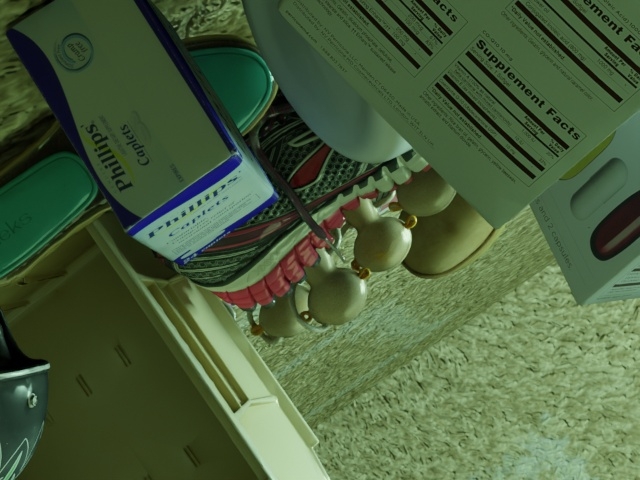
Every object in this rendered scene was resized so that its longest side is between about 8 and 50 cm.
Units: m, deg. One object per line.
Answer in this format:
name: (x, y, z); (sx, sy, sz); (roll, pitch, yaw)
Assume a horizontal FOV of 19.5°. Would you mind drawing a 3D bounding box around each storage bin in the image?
storage bin: (-0.171, 0.148, 1.341); (0.262, 0.260, 0.123); (-37, 172, 17)

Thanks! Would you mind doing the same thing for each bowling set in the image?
bowling set: (0.000, 0.000, 1.453); (0.287, 0.154, 0.200); (-36, 168, 15)

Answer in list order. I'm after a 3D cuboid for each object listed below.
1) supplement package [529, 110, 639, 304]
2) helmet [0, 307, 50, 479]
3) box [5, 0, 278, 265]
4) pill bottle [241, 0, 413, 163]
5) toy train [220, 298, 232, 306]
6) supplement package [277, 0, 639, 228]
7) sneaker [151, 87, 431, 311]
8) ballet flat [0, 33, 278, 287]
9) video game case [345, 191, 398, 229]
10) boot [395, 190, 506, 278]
supplement package: (0.232, -0.110, 1.275); (0.204, 0.262, 0.145); (-5, 152, -39)
helmet: (-0.251, 0.096, 1.126); (0.169, 0.161, 0.169); (-33, 169, -7)
box: (-0.091, -0.065, 0.995); (0.072, 0.126, 0.137); (-33, 169, 3)
pill bottle: (0.099, -0.165, 1.040); (0.265, 0.153, 0.153); (-30, 168, -20)
toy train: (-0.145, 0.079, 1.670); (0.125, 0.046, 0.166); (-25, 163, -32)
supplement package: (0.126, -0.152, 0.824); (0.194, 0.149, 0.203); (-46, -179, -43)
sneaker: (-0.001, -0.075, 1.264); (0.112, 0.121, 0.299); (31, 110, -35)
ballet flat: (-0.133, -0.056, 1.110); (0.232, 0.080, 0.073); (-31, -163, -1)
video game case: (0.119, -0.107, 1.673); (0.204, 0.025, 0.285); (-31, 168, -12)
boot: (0.110, -0.057, 1.588); (0.236, 0.089, 0.269); (-51, 165, 16)
